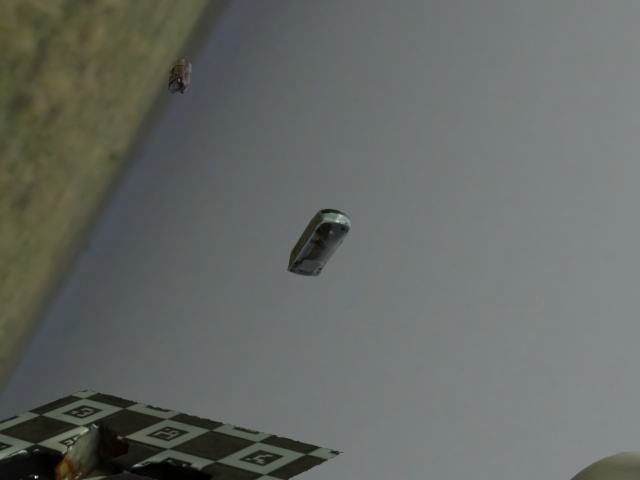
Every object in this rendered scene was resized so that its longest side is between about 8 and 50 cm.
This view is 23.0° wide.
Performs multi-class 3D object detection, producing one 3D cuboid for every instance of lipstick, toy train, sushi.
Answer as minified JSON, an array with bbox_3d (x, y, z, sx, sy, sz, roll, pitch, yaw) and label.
[{"bbox_3d":[-0.156,-0.182,1.751,0.027,0.027,0.176,-58,-171,8],"label":"lipstick"},{"bbox_3d":[0.000,0.000,2.006,0.207,0.043,0.047,126,-25,-68],"label":"toy train"},{"bbox_3d":[-0.221,0.247,1.501,0.343,0.359,0.064,-18,110,-50],"label":"sushi"}]

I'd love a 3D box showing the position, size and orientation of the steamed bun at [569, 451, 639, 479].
[{"bbox_3d":[0.499,0.491,2.341,0.374,0.334,0.334,42,-75,37],"label":"steamed bun"}]
